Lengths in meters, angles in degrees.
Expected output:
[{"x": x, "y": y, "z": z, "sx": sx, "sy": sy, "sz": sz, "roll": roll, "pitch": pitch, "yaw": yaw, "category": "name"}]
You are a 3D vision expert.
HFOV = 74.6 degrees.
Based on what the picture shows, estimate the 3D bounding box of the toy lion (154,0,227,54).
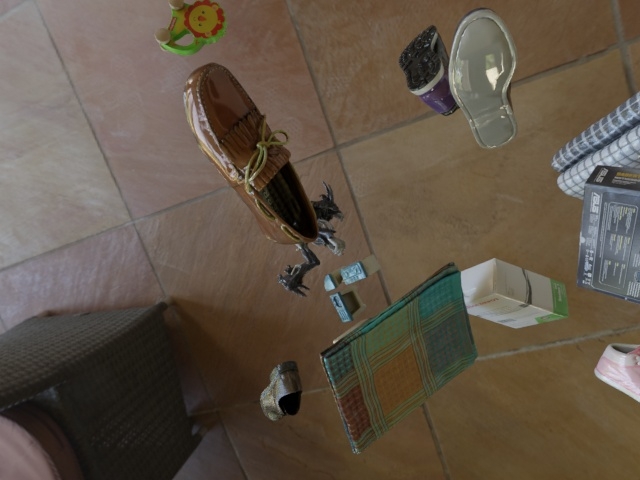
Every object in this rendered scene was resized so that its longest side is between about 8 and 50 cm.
[{"x": -0.203, "y": -0.344, "z": 0.677, "sx": 0.096, "sy": 0.034, "sz": 0.100, "roll": 18, "pitch": 82, "yaw": -1, "category": "toy lion"}]

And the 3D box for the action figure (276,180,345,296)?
[{"x": 0.000, "y": 0.000, "z": 1.054, "sx": 0.140, "sy": 0.164, "sz": 0.276, "roll": 25, "pitch": 95, "yaw": 10, "category": "action figure"}]

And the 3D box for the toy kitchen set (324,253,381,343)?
[{"x": 0.092, "y": 0.164, "z": 1.033, "sx": 0.166, "sy": 0.122, "sz": 0.207, "roll": -29, "pitch": 88, "yaw": 52, "category": "toy kitchen set"}]

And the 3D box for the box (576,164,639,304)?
[{"x": 0.509, "y": 0.004, "z": 0.648, "sx": 0.183, "sy": 0.056, "sz": 0.231, "roll": 19, "pitch": 143, "yaw": 43, "category": "box"}]

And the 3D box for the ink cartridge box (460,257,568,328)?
[{"x": 0.448, "y": 0.133, "z": 1.016, "sx": 0.219, "sy": 0.093, "sz": 0.160, "roll": 19, "pitch": 153, "yaw": -18, "category": "ink cartridge box"}]

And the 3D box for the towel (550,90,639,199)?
[{"x": 0.618, "y": -0.172, "z": 0.769, "sx": 0.283, "sy": 0.235, "sz": 0.121, "roll": 2, "pitch": 67, "yaw": -16, "category": "towel"}]

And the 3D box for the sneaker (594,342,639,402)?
[{"x": 0.483, "y": 0.199, "z": 0.616, "sx": 0.134, "sy": 0.051, "sz": 0.070, "roll": 28, "pitch": 122, "yaw": 48, "category": "sneaker"}]

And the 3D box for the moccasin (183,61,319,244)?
[{"x": -0.111, "y": -0.137, "z": 0.770, "sx": 0.146, "sy": 0.139, "sz": 0.380, "roll": 10, "pitch": 135, "yaw": 41, "category": "moccasin"}]

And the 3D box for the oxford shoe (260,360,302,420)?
[{"x": -0.096, "y": 0.400, "z": 1.037, "sx": 0.082, "sy": 0.096, "sz": 0.227, "roll": -7, "pitch": 137, "yaw": -23, "category": "oxford shoe"}]

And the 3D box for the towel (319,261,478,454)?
[{"x": 0.185, "y": 0.245, "z": 0.882, "sx": 0.370, "sy": 0.040, "sz": 0.272, "roll": -29, "pitch": 114, "yaw": -25, "category": "towel"}]

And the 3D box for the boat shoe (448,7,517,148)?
[{"x": 0.200, "y": -0.200, "z": 0.519, "sx": 0.075, "sy": 0.065, "sz": 0.206, "roll": -15, "pitch": 146, "yaw": 22, "category": "boat shoe"}]

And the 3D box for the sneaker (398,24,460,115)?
[{"x": 0.260, "y": -0.383, "z": 0.972, "sx": 0.124, "sy": 0.283, "sz": 0.107, "roll": 36, "pitch": 132, "yaw": -27, "category": "sneaker"}]
